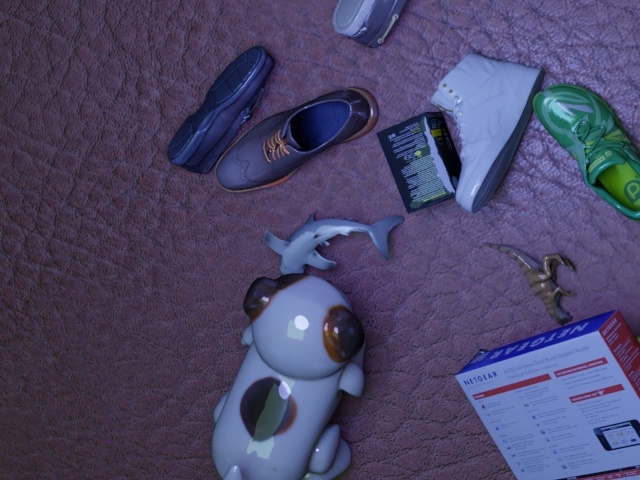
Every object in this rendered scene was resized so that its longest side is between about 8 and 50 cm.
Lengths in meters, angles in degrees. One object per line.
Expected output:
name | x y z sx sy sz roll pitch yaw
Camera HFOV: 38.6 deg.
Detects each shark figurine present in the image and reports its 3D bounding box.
shark figurine | 0.009 -0.020 1.790 0.278 0.116 0.166 -24 123 30

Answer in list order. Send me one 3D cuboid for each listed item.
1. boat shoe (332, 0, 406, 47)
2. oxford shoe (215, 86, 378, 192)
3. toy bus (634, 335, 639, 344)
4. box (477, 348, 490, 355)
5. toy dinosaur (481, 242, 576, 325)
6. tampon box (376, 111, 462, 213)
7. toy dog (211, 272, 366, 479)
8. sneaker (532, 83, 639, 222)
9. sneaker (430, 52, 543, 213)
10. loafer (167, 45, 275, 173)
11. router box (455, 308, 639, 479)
boat shoe | 0.145 -0.505 1.664 0.324 0.097 0.116 -58 36 14
oxford shoe | -0.071 -0.196 1.769 0.364 0.133 0.130 -28 88 22
toy bus | 0.546 0.257 1.606 0.191 0.104 0.202 -44 71 11
box | 0.338 0.248 1.742 0.083 0.018 0.067 11 102 19
toy dinosaur | 0.397 0.060 1.669 0.112 0.064 0.211 -39 83 22
tampon box | 0.193 -0.145 1.684 0.101 0.120 0.161 -21 90 23
toy dog | -0.069 0.245 1.707 0.285 0.395 0.407 28 116 24
sneaker | 0.484 -0.156 1.571 0.109 0.123 0.295 -43 82 20
sneaker | 0.264 -0.198 1.630 0.169 0.108 0.292 22 75 20
loafer | -0.186 -0.257 1.840 0.302 0.095 0.109 -46 39 18
router box | 0.443 0.306 1.588 0.335 0.082 0.301 -28 93 48
